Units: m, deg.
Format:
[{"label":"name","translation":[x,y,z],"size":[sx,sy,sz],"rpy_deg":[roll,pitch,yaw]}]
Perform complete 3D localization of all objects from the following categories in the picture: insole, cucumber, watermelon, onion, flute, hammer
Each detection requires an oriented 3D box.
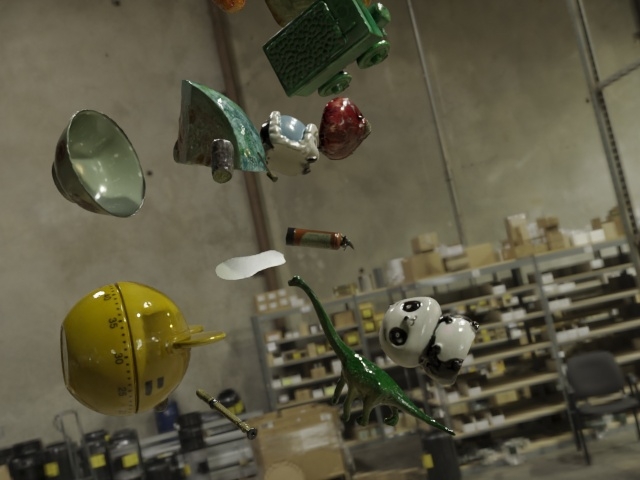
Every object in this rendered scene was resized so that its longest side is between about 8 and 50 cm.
[{"label":"insole","translation":[-0.155,0.053,1.646],"size":[0.197,0.065,0.004],"rpy_deg":[-17,-41,-45]},{"label":"cucumber","translation":[-0.253,-0.202,1.885],"size":[0.064,0.112,0.064],"rpy_deg":[-2,-28,-1]},{"label":"watermelon","translation":[-0.334,-0.308,2.230],"size":[0.258,0.387,0.228],"rpy_deg":[-39,-19,11]},{"label":"onion","translation":[0.071,-0.318,2.103],"size":[0.147,0.184,0.184],"rpy_deg":[7,4,27]},{"label":"flute","translation":[-0.203,0.362,1.555],"size":[0.027,0.027,0.233],"rpy_deg":[-9,17,-35]},{"label":"hammer","translation":[-0.150,-0.206,2.031],"size":[0.019,0.035,0.110],"rpy_deg":[-38,-41,-9]}]

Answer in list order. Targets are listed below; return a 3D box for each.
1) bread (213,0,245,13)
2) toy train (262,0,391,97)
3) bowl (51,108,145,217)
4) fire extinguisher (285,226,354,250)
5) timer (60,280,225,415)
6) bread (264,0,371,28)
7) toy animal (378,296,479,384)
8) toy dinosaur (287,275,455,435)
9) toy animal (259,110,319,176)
[{"label":"bread","translation":[-0.308,-0.877,2.544],"size":[0.139,0.269,0.095],"rpy_deg":[33,-46,-19]},{"label":"toy train","translation":[0.027,-0.417,1.591],"size":[0.266,0.145,0.202],"rpy_deg":[-33,-11,27]},{"label":"bowl","translation":[-0.680,-0.201,2.166],"size":[0.157,0.337,0.337],"rpy_deg":[-20,-7,20]},{"label":"fire extinguisher","translation":[0.000,0.000,1.903],"size":[0.177,0.050,0.062],"rpy_deg":[7,-37,7]},{"label":"timer","translation":[-0.456,0.272,1.883],"size":[0.386,0.376,0.376],"rpy_deg":[-6,-7,-24]},{"label":"bread","translation":[-0.029,-0.651,1.764],"size":[0.224,0.279,0.250],"rpy_deg":[-5,33,39]},{"label":"toy animal","translation":[0.262,0.244,1.844],"size":[0.235,0.187,0.165],"rpy_deg":[26,-24,8]},{"label":"toy dinosaur","translation":[0.114,0.269,1.662],"size":[0.446,0.301,0.087],"rpy_deg":[15,17,10]},{"label":"toy animal","translation":[-0.097,-0.315,2.361],"size":[0.204,0.156,0.208],"rpy_deg":[17,-20,-6]}]
